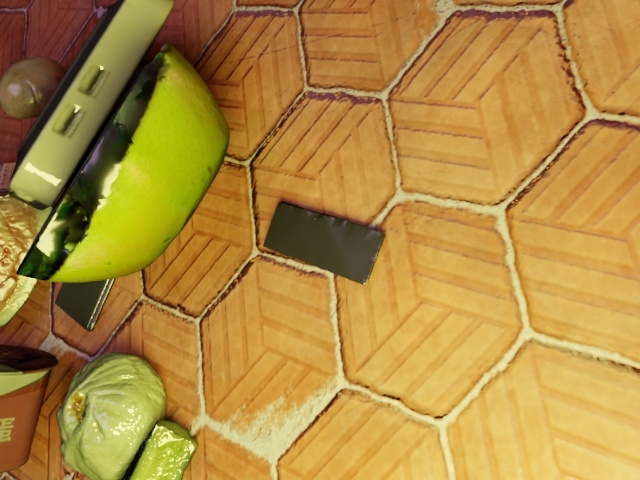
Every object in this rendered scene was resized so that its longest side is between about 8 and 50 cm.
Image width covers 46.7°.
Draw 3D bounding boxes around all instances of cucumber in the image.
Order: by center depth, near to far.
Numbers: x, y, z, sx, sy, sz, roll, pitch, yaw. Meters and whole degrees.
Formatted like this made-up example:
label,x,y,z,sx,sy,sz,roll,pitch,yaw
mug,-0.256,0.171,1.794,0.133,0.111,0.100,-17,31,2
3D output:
label,x,y,z,sx,sy,sz,roll,pitch,yaw
cucumber,-0.255,0.355,1.065,0.211,0.078,0.062,-62,18,1

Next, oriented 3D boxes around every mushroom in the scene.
label,x,y,z,sx,sy,sz,roll,pitch,yaw
mushroom,-0.576,-0.305,1.492,0.148,0.112,0.148,-1,63,2

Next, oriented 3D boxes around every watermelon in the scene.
label,x,y,z,sx,sy,sz,roll,pitch,yaw
watermelon,-0.670,0.015,1.392,0.250,0.292,0.283,161,118,-65

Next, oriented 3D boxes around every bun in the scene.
label,x,y,z,sx,sy,sz,roll,pitch,yaw
bun,-0.326,0.265,1.115,0.195,0.118,0.196,-10,73,37

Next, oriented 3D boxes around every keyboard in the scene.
label,x,y,z,sx,sy,sz,roll,pitch,yaw
keyboard,0.001,0.000,1.009,0.196,0.015,0.074,18,91,40

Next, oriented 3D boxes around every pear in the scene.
label,x,y,z,sx,sy,sz,roll,pitch,yaw
pear,-0.268,-0.086,1.098,0.399,0.165,0.399,-48,22,26

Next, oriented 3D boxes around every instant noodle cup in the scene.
label,x,y,z,sx,sy,sz,roll,pitch,yaw
instant noodle cup,-0.571,0.278,1.243,0.234,0.234,0.179,7,91,39

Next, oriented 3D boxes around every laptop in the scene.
label,x,y,z,sx,sy,sz,roll,pitch,yaw
laptop,-0.401,0.055,1.304,0.129,0.016,0.180,26,92,40

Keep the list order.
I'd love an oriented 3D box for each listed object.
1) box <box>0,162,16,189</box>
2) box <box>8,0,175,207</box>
label,x,y,z,sx,sy,sz,roll,pitch,yaw
box,-0.657,-0.118,1.558,0.058,0.015,0.093,0,76,40
box,-0.385,-0.221,1.198,0.373,0.090,0.367,-61,19,-11
